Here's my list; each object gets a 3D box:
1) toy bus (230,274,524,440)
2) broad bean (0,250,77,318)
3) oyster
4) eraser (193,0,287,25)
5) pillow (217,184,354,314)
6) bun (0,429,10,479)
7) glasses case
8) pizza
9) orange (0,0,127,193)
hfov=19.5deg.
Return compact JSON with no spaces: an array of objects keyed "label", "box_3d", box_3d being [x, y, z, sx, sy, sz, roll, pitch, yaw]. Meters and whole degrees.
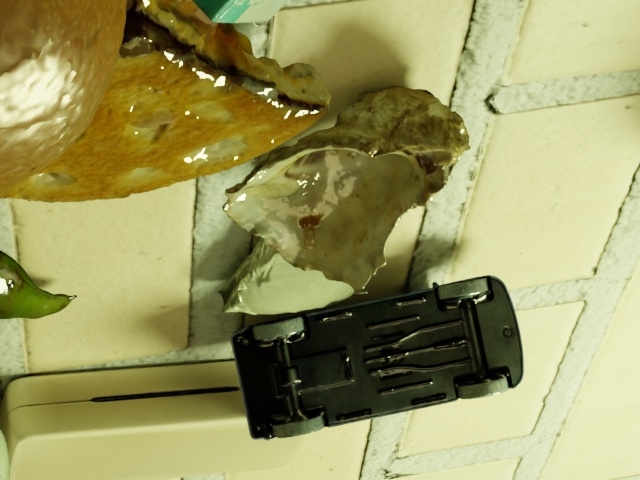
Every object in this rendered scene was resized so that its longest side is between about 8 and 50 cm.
[{"label":"toy bus","box_3d":[0.059,0.120,1.941,0.292,0.125,0.133,-12,180,-3]},{"label":"broad bean","box_3d":[-0.342,0.021,1.680,0.077,0.061,0.339,-24,148,31]},{"label":"oyster","box_3d":[0.033,-0.059,1.660,0.232,0.107,0.161,-31,129,31]},{"label":"eraser","box_3d":[0.000,-0.245,1.326,0.225,0.052,0.095,-43,167,24]},{"label":"pillow","box_3d":[0.000,0.000,1.807,0.148,0.050,0.230,-6,150,-27]},{"label":"bun","box_3d":[-0.462,0.227,1.863,0.293,0.187,0.293,-15,129,-19]},{"label":"glasses case","box_3d":[-0.179,0.201,2.033,0.336,0.076,0.144,-3,148,-19]},{"label":"pizza","box_3d":[-0.185,-0.122,1.458,0.409,0.114,0.278,-8,150,-12]},{"label":"orange","box_3d":[-0.281,-0.164,1.165,0.322,0.322,0.357,-13,159,-3]}]
